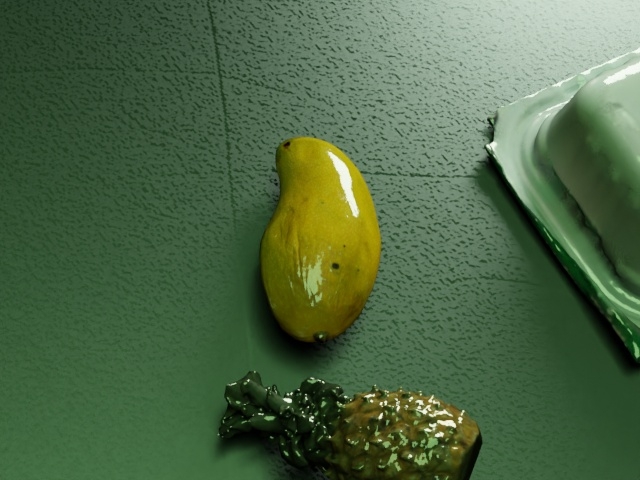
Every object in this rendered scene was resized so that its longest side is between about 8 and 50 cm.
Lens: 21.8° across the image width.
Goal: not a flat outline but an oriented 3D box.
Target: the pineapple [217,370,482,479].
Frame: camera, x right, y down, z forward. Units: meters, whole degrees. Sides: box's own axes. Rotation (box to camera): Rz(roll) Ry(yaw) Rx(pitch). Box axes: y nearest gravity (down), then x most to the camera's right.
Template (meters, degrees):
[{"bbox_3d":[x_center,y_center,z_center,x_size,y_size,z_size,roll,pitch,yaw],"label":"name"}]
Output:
[{"bbox_3d":[0.019,0.145,1.239,0.197,0.108,0.108,19,60,13],"label":"pineapple"}]

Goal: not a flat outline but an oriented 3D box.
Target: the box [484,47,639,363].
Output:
[{"bbox_3d":[0.336,-0.082,1.406,0.336,0.106,0.264,-25,68,-20],"label":"box"}]

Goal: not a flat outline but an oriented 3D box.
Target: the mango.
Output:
[{"bbox_3d":[0.000,0.000,1.327,0.098,0.075,0.190,9,54,-10],"label":"mango"}]
